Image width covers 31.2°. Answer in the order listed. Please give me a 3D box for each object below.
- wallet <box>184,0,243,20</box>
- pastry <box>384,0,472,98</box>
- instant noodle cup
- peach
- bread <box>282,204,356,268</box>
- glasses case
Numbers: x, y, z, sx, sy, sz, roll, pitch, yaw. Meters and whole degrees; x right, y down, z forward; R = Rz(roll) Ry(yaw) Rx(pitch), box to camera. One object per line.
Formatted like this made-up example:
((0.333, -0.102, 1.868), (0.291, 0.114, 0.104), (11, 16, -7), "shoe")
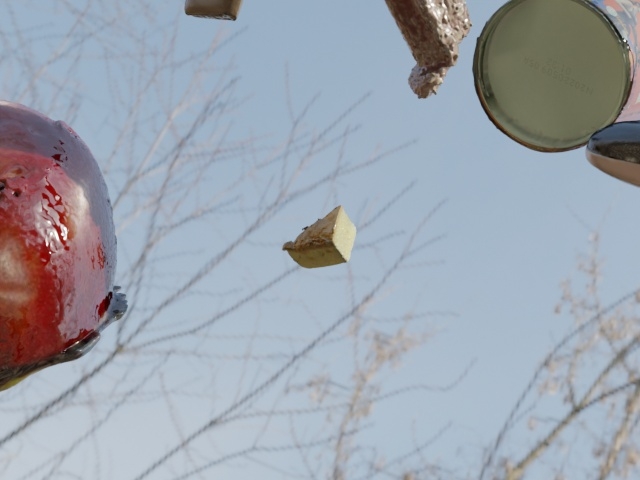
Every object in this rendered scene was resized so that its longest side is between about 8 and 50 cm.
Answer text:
((-0.141, -0.394, 1.663), (0.118, 0.153, 0.038), (10, -8, 43), "wallet")
((0.129, -0.326, 1.495), (0.103, 0.112, 0.265), (19, -50, 63), "pastry")
((0.365, -0.257, 1.645), (0.296, 0.214, 0.297), (11, -67, 28), "instant noodle cup")
((-0.447, 0.020, 1.536), (0.339, 0.417, 0.353), (-15, -25, 3), "peach")
((0.000, 0.000, 1.995), (0.109, 0.080, 0.084), (-10, -40, 29), "bread")
((0.420, -0.070, 1.148), (0.314, 0.122, 0.075), (17, -69, 34), "glasses case")
